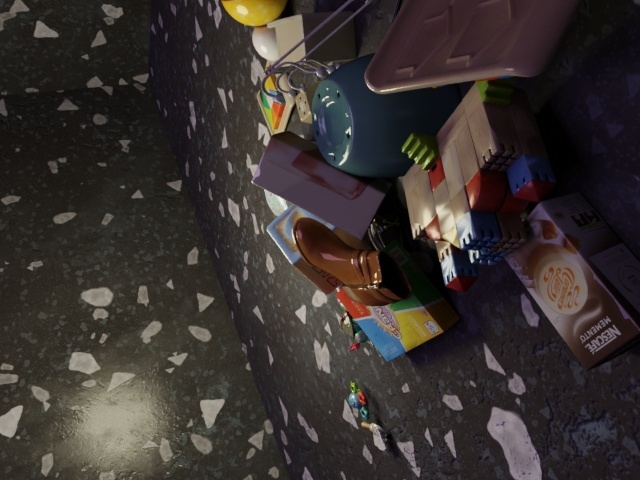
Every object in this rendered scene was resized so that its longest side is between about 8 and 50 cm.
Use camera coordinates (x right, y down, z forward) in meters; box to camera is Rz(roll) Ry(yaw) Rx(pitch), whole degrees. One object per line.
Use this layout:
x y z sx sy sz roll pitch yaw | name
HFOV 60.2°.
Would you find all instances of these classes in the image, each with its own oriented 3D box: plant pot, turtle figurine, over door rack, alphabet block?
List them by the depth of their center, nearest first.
0.123 -0.269 1.211 0.293 0.235 0.293 39 136 51 | plant pot
0.022 -0.446 1.234 0.108 0.239 0.324 42 113 -4 | over door rack
0.000 0.000 1.569 0.197 0.193 0.192 46 -176 -45 | alphabet block
-0.010 -0.395 1.587 0.109 0.096 0.109 -20 84 65 | plant pot
0.112 0.229 1.641 0.234 0.118 0.175 -119 29 -42 | turtle figurine

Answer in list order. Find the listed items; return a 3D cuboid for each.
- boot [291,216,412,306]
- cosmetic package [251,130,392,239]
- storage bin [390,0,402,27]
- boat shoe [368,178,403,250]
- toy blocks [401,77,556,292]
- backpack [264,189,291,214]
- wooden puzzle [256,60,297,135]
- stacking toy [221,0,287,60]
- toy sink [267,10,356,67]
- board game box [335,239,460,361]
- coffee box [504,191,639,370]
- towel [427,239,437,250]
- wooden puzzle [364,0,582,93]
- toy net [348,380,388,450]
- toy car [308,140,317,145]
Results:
0.070 0.046 1.272 0.283 0.109 0.220 53 158 -10 | boot
0.007 -0.138 1.323 0.129 0.296 0.153 -63 -4 19 | cosmetic package
0.228 -0.423 1.092 0.180 0.084 0.122 58 149 36 | storage bin
0.162 -0.058 1.416 0.068 0.081 0.227 129 126 -65 | boat shoe
0.268 -0.077 0.971 0.381 0.191 0.260 122 147 -56 | toy blocks
-0.083 -0.190 1.748 0.253 0.191 0.225 -143 36 -64 | backpack
-0.162 -0.496 1.915 0.221 0.044 0.238 68 154 17 | wooden puzzle
-0.212 -0.771 1.650 0.350 0.351 0.479 41 153 51 | stacking toy
-0.029 -0.535 1.490 0.234 0.153 0.131 26 126 58 | toy sink
0.184 0.167 1.425 0.242 0.064 0.316 51 150 9 | board game box
0.428 0.063 0.902 0.246 0.098 0.141 61 151 29 | coffee box
0.278 -0.039 1.250 0.110 0.027 0.148 26 126 58 | towel
0.264 -0.367 0.875 0.348 0.080 0.322 17 76 54 | wooden puzzle
0.163 0.564 1.782 0.232 0.045 0.122 51 143 40 | toy net
-0.004 -0.228 1.478 0.219 0.238 0.210 117 139 -54 | toy car
